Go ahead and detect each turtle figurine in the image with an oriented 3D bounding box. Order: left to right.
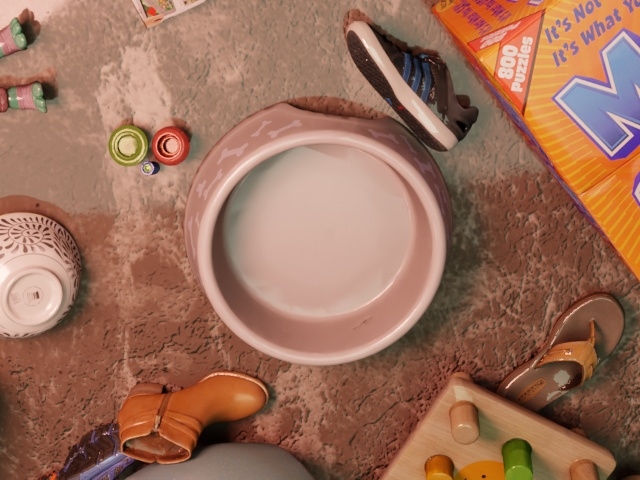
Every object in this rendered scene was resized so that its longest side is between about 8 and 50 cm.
[{"bbox_3d":[-0.453,-0.175,1.507,0.234,0.118,0.175,-20,124,-12],"label":"turtle figurine"}]

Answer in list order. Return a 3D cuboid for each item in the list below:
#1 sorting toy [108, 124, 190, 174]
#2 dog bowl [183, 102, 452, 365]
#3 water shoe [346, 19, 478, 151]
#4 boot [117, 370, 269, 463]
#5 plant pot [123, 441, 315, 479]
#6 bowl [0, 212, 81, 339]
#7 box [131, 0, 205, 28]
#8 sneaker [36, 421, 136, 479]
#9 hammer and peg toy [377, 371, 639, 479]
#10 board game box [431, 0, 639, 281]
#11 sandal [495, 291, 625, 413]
[{"bbox_3d":[-0.210,-0.112,1.585,0.102,0.042,0.061,2,93,8],"label":"sorting toy"},{"bbox_3d":[0.000,0.000,1.598,0.349,0.102,0.349,-1,108,-3],"label":"dog bowl"},{"bbox_3d":[0.112,-0.202,1.563,0.080,0.073,0.203,-45,111,-11],"label":"water shoe"},{"bbox_3d":[-0.163,0.234,1.640,0.197,0.152,0.073,-5,109,-1],"label":"boot"},{"bbox_3d":[-0.100,0.376,1.652,0.195,0.290,0.290,-35,111,-28],"label":"plant pot"},{"bbox_3d":[-0.366,0.057,1.575,0.170,0.080,0.170,-10,112,-26],"label":"bowl"},{"bbox_3d":[-0.194,-0.349,1.454,0.114,0.036,0.207,-25,135,2],"label":"box"},{"bbox_3d":[-0.309,0.326,1.712,0.221,0.083,0.087,-39,120,15],"label":"sneaker"},{"bbox_3d":[0.264,0.355,1.698,0.361,0.127,0.266,27,115,-10],"label":"hammer and peg toy"},{"bbox_3d":[0.389,-0.203,1.415,0.356,0.356,0.356,-37,107,9],"label":"board game box"},{"bbox_3d":[0.322,0.163,1.692,0.219,0.060,0.090,-43,106,11],"label":"sandal"}]
